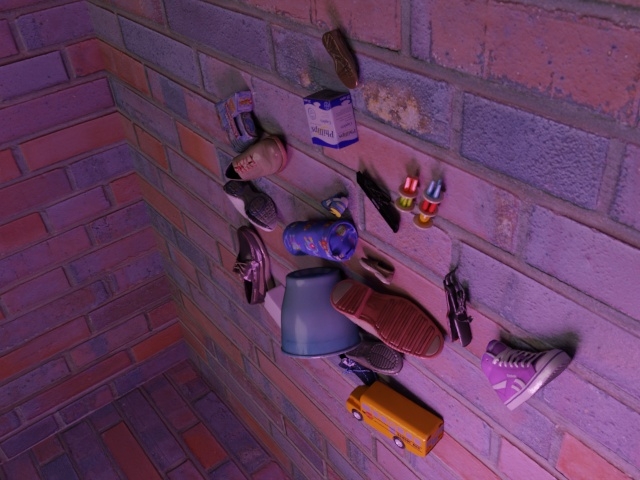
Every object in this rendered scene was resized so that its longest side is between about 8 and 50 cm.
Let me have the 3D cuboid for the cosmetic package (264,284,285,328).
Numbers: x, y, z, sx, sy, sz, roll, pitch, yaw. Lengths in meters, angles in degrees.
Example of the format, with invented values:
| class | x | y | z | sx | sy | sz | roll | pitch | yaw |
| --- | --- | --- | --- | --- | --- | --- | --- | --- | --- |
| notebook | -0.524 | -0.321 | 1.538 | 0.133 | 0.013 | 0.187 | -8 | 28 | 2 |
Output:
| class | x | y | z | sx | sy | sz | roll | pitch | yaw |
| --- | --- | --- | --- | --- | --- | --- | --- | --- | --- |
| cosmetic package | -0.128 | 0.302 | 2.504 | 0.231 | 0.085 | 0.117 | 51 | 150 | 23 |

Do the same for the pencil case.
| class | x | y | z | sx | sy | sz | roll | pitch | yaw |
| --- | --- | --- | --- | --- | --- | --- | --- | --- | --- |
| pencil case | 0.000 | 0.000 | 1.978 | 0.306 | 0.119 | 0.133 | 4 | 126 | 58 |

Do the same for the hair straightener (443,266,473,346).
| class | x | y | z | sx | sy | sz | roll | pitch | yaw |
| --- | --- | --- | --- | --- | --- | --- | --- | --- | --- |
| hair straightener | 0.366 | 0.176 | 1.606 | 0.089 | 0.047 | 0.231 | 21 | 128 | 51 |

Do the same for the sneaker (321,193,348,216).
| class | x | y | z | sx | sy | sz | roll | pitch | yaw |
| --- | --- | --- | --- | --- | --- | --- | --- | --- | --- |
| sneaker | 0.046 | -0.109 | 1.881 | 0.053 | 0.059 | 0.144 | 37 | 177 | -20 |

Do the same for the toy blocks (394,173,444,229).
| class | x | y | z | sx | sy | sz | roll | pitch | yaw |
| --- | --- | --- | --- | --- | --- | --- | --- | --- | --- |
| toy blocks | 0.245 | -0.115 | 1.528 | 0.123 | 0.054 | 0.148 | 47 | 149 | 26 |

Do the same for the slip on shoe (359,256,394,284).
| class | x | y | z | sx | sy | sz | roll | pitch | yaw |
| --- | --- | --- | --- | --- | --- | --- | --- | --- | --- |
| slip on shoe | 0.168 | 0.080 | 1.850 | 0.135 | 0.051 | 0.041 | 42 | 107 | 48 |

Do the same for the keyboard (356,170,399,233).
| class | x | y | z | sx | sy | sz | roll | pitch | yaw |
| --- | --- | --- | --- | --- | --- | --- | --- | --- | --- |
| keyboard | 0.165 | -0.113 | 1.704 | 0.192 | 0.038 | 0.100 | 54 | 175 | 13 |

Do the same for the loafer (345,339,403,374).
| class | x | y | z | sx | sy | sz | roll | pitch | yaw |
| --- | --- | --- | --- | --- | --- | --- | --- | --- | --- |
| loafer | 0.190 | 0.386 | 2.057 | 0.087 | 0.094 | 0.251 | 37 | 165 | -33 |

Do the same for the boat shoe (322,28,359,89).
| class | x | y | z | sx | sy | sz | roll | pitch | yaw |
| --- | --- | --- | --- | --- | --- | --- | --- | --- | --- |
| boat shoe | 0.059 | -0.455 | 1.561 | 0.056 | 0.048 | 0.153 | -23 | 101 | 50 |

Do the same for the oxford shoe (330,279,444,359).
| class | x | y | z | sx | sy | sz | roll | pitch | yaw |
| --- | --- | --- | --- | --- | --- | --- | --- | --- | --- |
| oxford shoe | 0.213 | 0.241 | 1.865 | 0.396 | 0.141 | 0.146 | 31 | 171 | 38 |

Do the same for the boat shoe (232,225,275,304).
| class | x | y | z | sx | sy | sz | roll | pitch | yaw |
| --- | --- | --- | --- | --- | --- | --- | --- | --- | --- |
| boat shoe | -0.284 | 0.114 | 2.547 | 0.132 | 0.130 | 0.356 | 19 | 130 | 52 |

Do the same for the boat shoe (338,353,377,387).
| class | x | y | z | sx | sy | sz | roll | pitch | yaw |
| --- | --- | --- | --- | --- | --- | --- | --- | --- | --- |
| boat shoe | 0.095 | 0.427 | 2.226 | 0.258 | 0.089 | 0.109 | 48 | 149 | 21 |

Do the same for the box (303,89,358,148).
| class | x | y | z | sx | sy | sz | roll | pitch | yaw |
| --- | --- | --- | --- | --- | --- | --- | --- | --- | --- |
| box | 0.027 | -0.328 | 1.688 | 0.126 | 0.072 | 0.137 | 23 | 134 | 51 |

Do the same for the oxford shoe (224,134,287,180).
| class | x | y | z | sx | sy | sz | roll | pitch | yaw |
| --- | --- | --- | --- | --- | --- | --- | --- | --- | --- |
| oxford shoe | -0.221 | -0.258 | 2.107 | 0.123 | 0.130 | 0.348 | 64 | 153 | -3 |

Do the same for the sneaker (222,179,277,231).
| class | x | y | z | sx | sy | sz | roll | pitch | yaw |
| --- | --- | --- | --- | --- | --- | --- | --- | --- | --- |
| sneaker | -0.249 | -0.122 | 2.337 | 0.297 | 0.111 | 0.129 | 45 | 164 | 37 |

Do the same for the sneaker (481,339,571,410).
| class | x | y | z | sx | sy | sz | roll | pitch | yaw |
| --- | --- | --- | --- | --- | --- | --- | --- | --- | --- |
| sneaker | 0.464 | 0.292 | 1.474 | 0.161 | 0.102 | 0.282 | 54 | 152 | 21 |

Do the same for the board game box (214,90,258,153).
| class | x | y | z | sx | sy | sz | roll | pitch | yaw |
| --- | --- | --- | --- | --- | --- | --- | --- | --- | --- |
| board game box | -0.280 | -0.417 | 2.116 | 0.194 | 0.060 | 0.194 | -30 | 77 | 60 |

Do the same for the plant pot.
| class | x | y | z | sx | sy | sz | roll | pitch | yaw |
| --- | --- | --- | --- | --- | --- | --- | --- | --- | --- |
| plant pot | -0.014 | 0.226 | 2.074 | 0.271 | 0.271 | 0.256 | 5 | 104 | 58 |

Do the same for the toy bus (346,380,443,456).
| class | x | y | z | sx | sy | sz | roll | pitch | yaw |
| --- | --- | --- | --- | --- | --- | --- | --- | --- | --- |
| toy bus | 0.237 | 0.573 | 2.049 | 0.332 | 0.108 | 0.130 | 25 | 137 | 37 |
